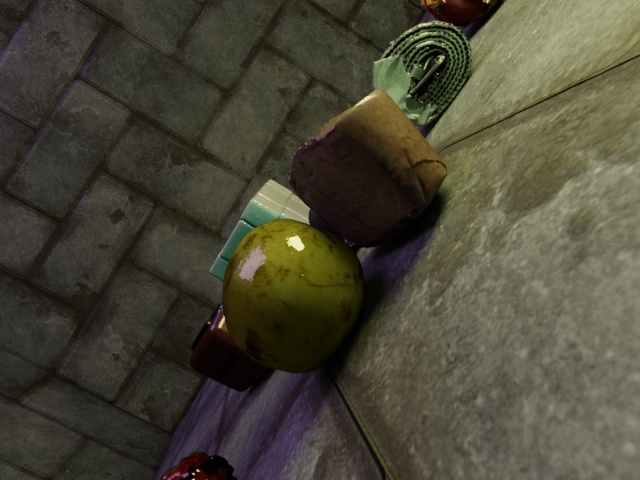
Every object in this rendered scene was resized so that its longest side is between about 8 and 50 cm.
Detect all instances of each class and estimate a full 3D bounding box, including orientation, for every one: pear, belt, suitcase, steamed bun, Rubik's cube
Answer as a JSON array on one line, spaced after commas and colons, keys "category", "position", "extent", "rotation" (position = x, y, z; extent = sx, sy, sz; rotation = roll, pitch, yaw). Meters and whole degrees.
[{"category": "pear", "position": [-0.053, 0.097, 0.767], "extent": [0.283, 0.284, 0.283], "rotation": [-57, 8, 12]}, {"category": "belt", "position": [0.244, -0.417, 1.044], "extent": [0.257, 0.207, 0.150], "rotation": [-47, 10, 24]}, {"category": "suitcase", "position": [-0.252, 0.316, 1.262], "extent": [0.297, 0.236, 0.161], "rotation": [-52, 11, 45]}, {"category": "steamed bun", "position": [0.093, -0.136, 0.790], "extent": [0.199, 0.252, 0.301], "rotation": [-53, 9, -24]}, {"category": "Rubik's cube", "position": [-0.151, 0.016, 1.485], "extent": [0.321, 0.316, 0.318], "rotation": [-55, 9, 18]}]

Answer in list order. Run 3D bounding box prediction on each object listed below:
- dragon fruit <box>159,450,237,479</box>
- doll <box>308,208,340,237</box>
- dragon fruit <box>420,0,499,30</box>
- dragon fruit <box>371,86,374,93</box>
[{"category": "dragon fruit", "position": [-0.224, 0.478, 0.745], "extent": [0.189, 0.182, 0.182], "rotation": [-32, 27, 54]}, {"category": "doll", "position": [-0.003, -0.007, 1.096], "extent": [0.246, 0.158, 0.340], "rotation": [-3, -46, -52]}, {"category": "dragon fruit", "position": [0.408, -0.733, 1.181], "extent": [0.250, 0.251, 0.314], "rotation": [-54, 26, 33]}, {"category": "dragon fruit", "position": [0.254, -0.545, 1.638], "extent": [0.126, 0.161, 0.274], "rotation": [-48, 15, 46]}]
